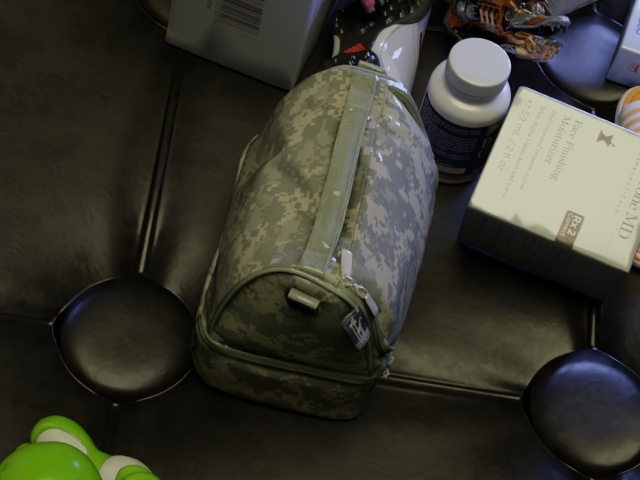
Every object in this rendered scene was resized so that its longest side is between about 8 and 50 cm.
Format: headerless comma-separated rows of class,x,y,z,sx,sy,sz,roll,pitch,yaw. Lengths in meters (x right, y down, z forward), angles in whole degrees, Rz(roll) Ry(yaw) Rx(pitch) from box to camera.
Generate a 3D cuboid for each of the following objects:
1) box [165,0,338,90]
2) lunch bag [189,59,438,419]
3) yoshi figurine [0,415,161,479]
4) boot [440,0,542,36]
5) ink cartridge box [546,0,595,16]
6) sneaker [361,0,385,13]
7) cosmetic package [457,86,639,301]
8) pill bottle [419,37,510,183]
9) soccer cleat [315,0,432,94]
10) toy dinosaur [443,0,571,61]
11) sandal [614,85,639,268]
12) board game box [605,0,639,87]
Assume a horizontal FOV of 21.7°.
box,-0.034,-0.388,1.979,0.168,0.215,0.345,22,55,5
lunch bag,0.000,0.000,1.698,0.213,0.256,0.305,15,55,0
yoshi figurine,-0.172,0.301,1.505,0.362,0.203,0.203,40,65,20
boot,0.209,-0.287,2.061,0.099,0.045,0.121,-14,58,-18
ink cartridge box,0.314,-0.365,2.072,0.090,0.143,0.092,-25,64,-25
sneaker,0.079,-0.321,1.966,0.075,0.063,0.170,-20,20,20
cosmetic package,0.265,-0.048,1.819,0.184,0.151,0.151,22,77,6
pill bottle,0.160,-0.147,1.879,0.094,0.169,0.094,5,56,-7
soccer cleat,0.066,-0.194,1.951,0.109,0.116,0.318,-4,34,21
toy dinosaur,0.191,-0.347,1.979,0.322,0.218,0.164,41,25,18
sandal,0.399,-0.086,1.939,0.102,0.076,0.265,10,55,-4
board game box,0.551,-0.278,2.103,0.319,0.066,0.318,20,55,3
